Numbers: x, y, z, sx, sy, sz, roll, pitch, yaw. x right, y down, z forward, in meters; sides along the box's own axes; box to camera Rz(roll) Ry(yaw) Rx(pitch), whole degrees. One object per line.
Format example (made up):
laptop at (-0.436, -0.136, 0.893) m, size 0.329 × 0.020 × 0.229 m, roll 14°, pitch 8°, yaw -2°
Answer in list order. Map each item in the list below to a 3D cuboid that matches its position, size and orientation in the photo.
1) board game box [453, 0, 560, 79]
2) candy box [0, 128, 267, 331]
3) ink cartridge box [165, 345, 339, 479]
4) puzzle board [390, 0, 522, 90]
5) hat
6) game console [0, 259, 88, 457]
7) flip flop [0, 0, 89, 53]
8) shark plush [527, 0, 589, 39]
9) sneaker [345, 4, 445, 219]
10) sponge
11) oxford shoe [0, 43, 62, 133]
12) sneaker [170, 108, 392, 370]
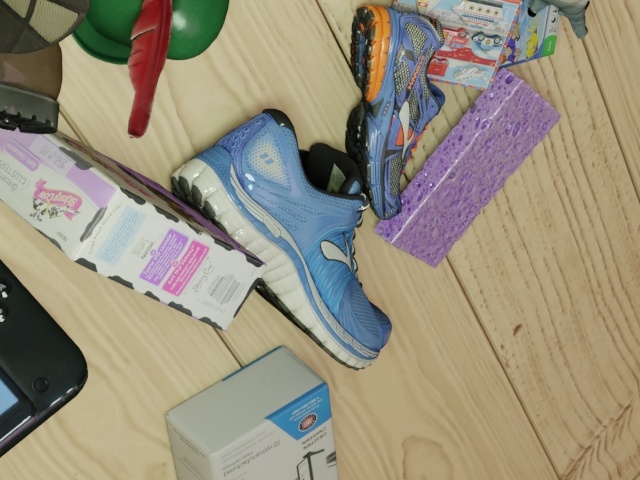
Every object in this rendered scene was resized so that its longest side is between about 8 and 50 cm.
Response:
board game box at (0.184, -0.264, 1.726) m, size 0.136 × 0.035 × 0.201 m, roll -19°, pitch 129°, yaw -35°
candy box at (-0.165, -0.017, 1.462) m, size 0.196 × 0.165 × 0.070 m, roll 29°, pitch 95°, yaw -50°
ink cartridge box at (-0.062, 0.231, 1.796) m, size 0.148 × 0.086 × 0.203 m, roll -30°, pitch 134°, yaw -26°
puzzle board at (0.120, -0.194, 1.690) m, size 0.128 × 0.011 × 0.096 m, roll 8°, pitch 118°, yaw -23°
hat at (-0.091, -0.178, 1.406) m, size 0.173 × 0.183 × 0.208 m, roll 28°, pitch 96°, yaw -50°
game console at (-0.362, 0.080, 1.346) m, size 0.293 × 0.250 × 0.173 m, roll -39°, pitch 164°, yaw -16°
flip flop at (-0.281, -0.223, 1.252) m, size 0.277 × 0.080 × 0.112 m, roll 26°, pitch 132°, yaw -28°
shark plush at (0.222, -0.244, 1.730) m, size 0.067 × 0.073 × 0.161 m, roll -34°, pitch 159°, yaw 13°
sneaker at (0.075, -0.115, 1.670) m, size 0.087 × 0.083 × 0.221 m, roll -5°, pitch 125°, yaw -12°
sponge at (0.150, -0.070, 1.806) m, size 0.210 × 0.031 × 0.117 m, roll -51°, pitch 150°, yaw 5°
oxford shoe at (-0.290, -0.153, 1.332) m, size 0.227 × 0.082 × 0.096 m, roll 18°, pitch 78°, yaw -45°
sneaker at (0.000, 0.000, 1.663) m, size 0.147 × 0.130 × 0.330 m, roll -45°, pitch 139°, yaw -7°
